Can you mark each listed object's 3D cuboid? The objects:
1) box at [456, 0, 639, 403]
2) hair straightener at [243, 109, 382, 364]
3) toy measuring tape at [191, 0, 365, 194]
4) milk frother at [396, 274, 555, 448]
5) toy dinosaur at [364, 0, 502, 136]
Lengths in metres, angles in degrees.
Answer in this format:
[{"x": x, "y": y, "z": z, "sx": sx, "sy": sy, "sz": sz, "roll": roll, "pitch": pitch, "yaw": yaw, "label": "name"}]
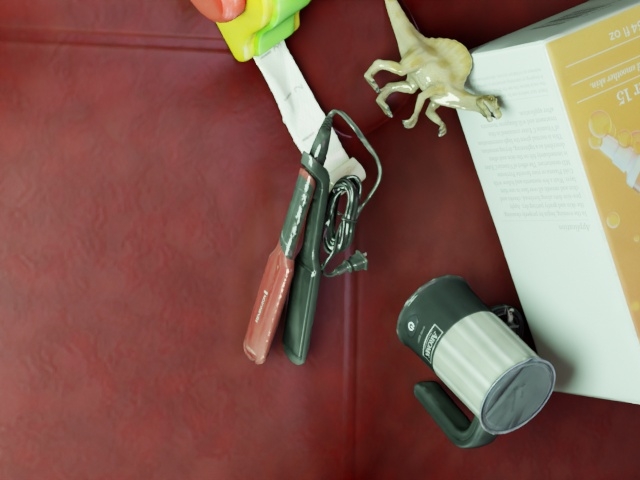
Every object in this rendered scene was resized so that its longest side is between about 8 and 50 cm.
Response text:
[{"x": 0.291, "y": -0.049, "z": 1.396, "sx": 0.215, "sy": 0.168, "sz": 0.345, "roll": -25, "pitch": 102, "yaw": -25, "label": "box"}, {"x": 0.000, "y": 0.000, "z": 1.292, "sx": 0.089, "sy": 0.047, "sz": 0.230, "roll": 7, "pitch": 101, "yaw": -31, "label": "hair straightener"}, {"x": -0.028, "y": -0.180, "z": 1.248, "sx": 0.121, "sy": 0.121, "sz": 0.330, "roll": -36, "pitch": 110, "yaw": -23, "label": "toy measuring tape"}, {"x": 0.164, "y": 0.109, "z": 1.365, "sx": 0.143, "sy": 0.135, "sz": 0.129, "roll": -19, "pitch": 134, "yaw": -25, "label": "milk frother"}, {"x": 0.088, "y": -0.157, "z": 1.346, "sx": 0.093, "sy": 0.053, "sz": 0.183, "roll": -37, "pitch": 73, "yaw": -5, "label": "toy dinosaur"}]
